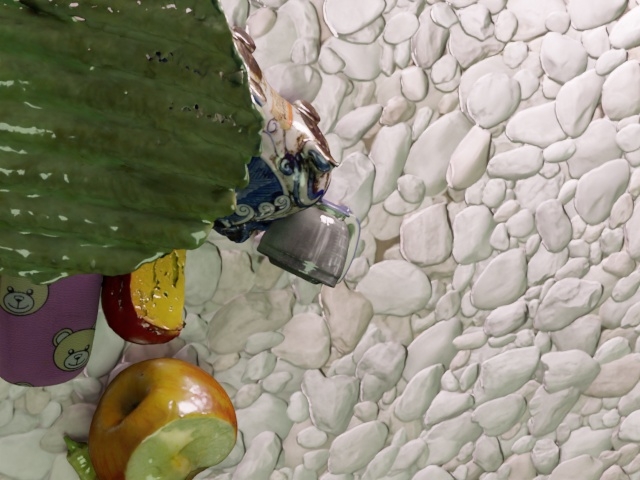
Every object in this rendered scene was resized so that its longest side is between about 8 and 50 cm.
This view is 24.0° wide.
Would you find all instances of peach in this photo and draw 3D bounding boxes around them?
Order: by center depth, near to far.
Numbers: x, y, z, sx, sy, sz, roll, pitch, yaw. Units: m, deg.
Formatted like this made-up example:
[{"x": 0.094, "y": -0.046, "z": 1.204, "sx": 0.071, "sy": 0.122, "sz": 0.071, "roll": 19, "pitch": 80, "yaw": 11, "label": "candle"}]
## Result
[{"x": -0.212, "y": 0.041, "z": 1.805, "sx": 0.092, "sy": 0.127, "sz": 0.172, "roll": 3, "pitch": 112, "yaw": -24, "label": "peach"}]

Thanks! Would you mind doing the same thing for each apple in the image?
[{"x": -0.201, "y": 0.244, "z": 1.905, "sx": 0.195, "sy": 0.160, "sz": 0.173, "roll": -41, "pitch": 123, "yaw": 3, "label": "apple"}]

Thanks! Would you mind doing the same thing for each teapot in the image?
[{"x": 0.003, "y": 0.001, "z": 1.900, "sx": 0.149, "sy": 0.111, "sz": 0.108, "roll": 26, "pitch": 90, "yaw": -29, "label": "teapot"}]

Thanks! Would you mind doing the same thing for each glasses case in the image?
[{"x": -0.321, "y": 0.034, "z": 1.780, "sx": 0.123, "sy": 0.076, "sz": 0.316, "roll": -2, "pitch": 118, "yaw": -23, "label": "glasses case"}]

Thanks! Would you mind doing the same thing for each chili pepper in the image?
[{"x": -0.303, "y": 0.341, "z": 1.988, "sx": 0.049, "sy": 0.043, "sz": 0.208, "roll": -20, "pitch": 126, "yaw": -29, "label": "chili pepper"}]

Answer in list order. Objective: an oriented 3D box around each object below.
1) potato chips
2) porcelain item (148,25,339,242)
[{"x": -0.248, "y": -0.130, "z": 1.618, "sx": 0.389, "sy": 0.097, "sz": 0.373, "roll": -12, "pitch": 110, "yaw": 11, "label": "potato chips"}, {"x": -0.110, "y": -0.122, "z": 1.772, "sx": 0.186, "sy": 0.138, "sz": 0.288, "roll": -32, "pitch": 133, "yaw": 16, "label": "porcelain item"}]
